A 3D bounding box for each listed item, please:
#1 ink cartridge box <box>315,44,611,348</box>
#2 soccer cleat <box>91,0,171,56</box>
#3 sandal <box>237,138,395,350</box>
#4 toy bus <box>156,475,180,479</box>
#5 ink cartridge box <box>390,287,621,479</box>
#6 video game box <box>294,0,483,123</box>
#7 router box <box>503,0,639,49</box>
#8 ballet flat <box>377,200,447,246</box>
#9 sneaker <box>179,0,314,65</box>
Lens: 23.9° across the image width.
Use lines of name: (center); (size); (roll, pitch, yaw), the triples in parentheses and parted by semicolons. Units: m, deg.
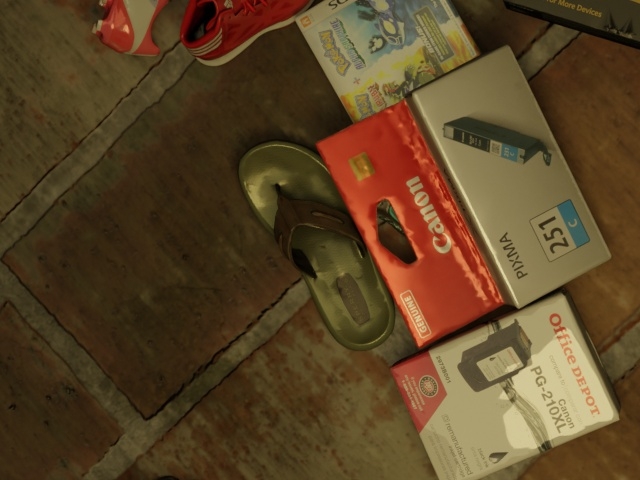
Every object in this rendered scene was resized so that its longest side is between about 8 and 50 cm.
ink cartridge box: (0.176, -0.050, 1.854); (0.261, 0.066, 0.296); (-28, 95, -6)
soccer cleat: (-0.224, -0.363, 1.978); (0.095, 0.083, 0.248); (17, 89, -20)
sandal: (0.002, 0.000, 1.926); (0.120, 0.086, 0.303); (-33, 85, 9)
toy bus: (-0.315, 0.392, 1.976); (0.332, 0.108, 0.130); (-7, 90, 10)
ink cartridge box: (0.232, 0.184, 1.879); (0.237, 0.100, 0.172); (-25, 87, 10)
video game box: (0.096, -0.243, 1.928); (0.187, 0.048, 0.205); (-31, 85, 12)
router box: (0.407, -0.359, 1.852); (0.308, 0.081, 0.243); (18, 94, 9)
ballet flat: (0.085, -0.057, 1.918); (0.188, 0.070, 0.070); (44, 98, -2)
sneaker: (-0.084, -0.304, 1.917); (0.221, 0.128, 0.087); (-43, 83, 8)
